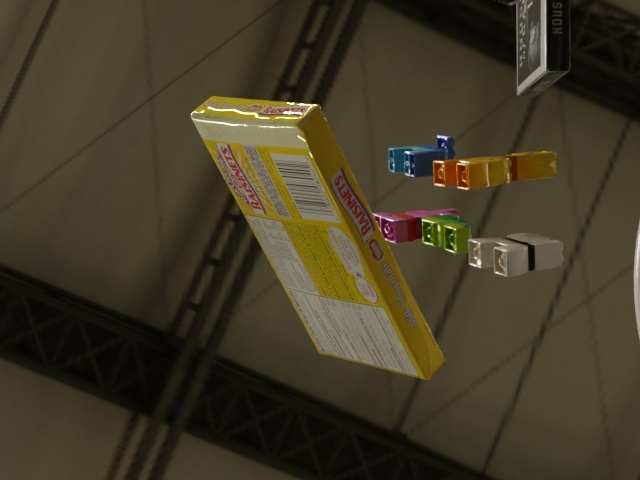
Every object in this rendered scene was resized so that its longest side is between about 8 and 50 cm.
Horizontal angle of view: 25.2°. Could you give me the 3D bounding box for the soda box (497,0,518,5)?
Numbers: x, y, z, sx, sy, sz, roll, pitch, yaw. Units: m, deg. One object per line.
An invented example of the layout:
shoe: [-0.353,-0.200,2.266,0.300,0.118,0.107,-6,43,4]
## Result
soda box: [0.122,-0.240,0.913,0.053,0.060,0.168,16,-111,-18]

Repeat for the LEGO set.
LEGO set: [0.127,-0.035,1.109,0.093,0.227,0.087,-7,-79,-21]

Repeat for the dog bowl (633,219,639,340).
dog bowl: [0.323,0.022,0.766,0.102,0.349,0.348,0,-88,-45]

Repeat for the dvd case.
dvd case: [0.231,-0.251,1.499,0.030,0.239,0.179,0,-90,0]

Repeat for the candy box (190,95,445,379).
candy box: [0.000,0.000,0.914,0.027,0.105,0.206,-44,-56,-26]
